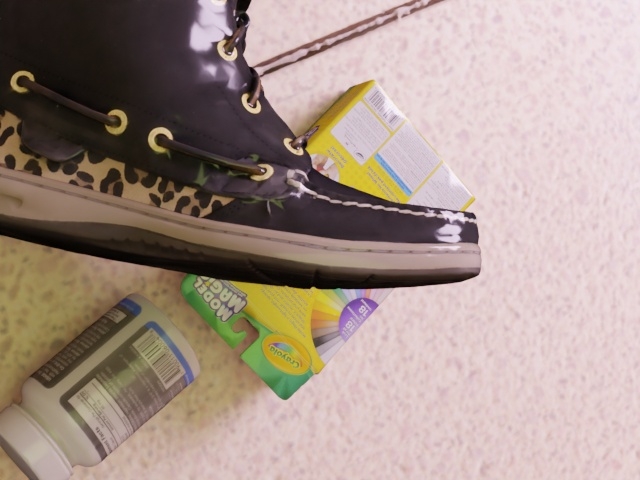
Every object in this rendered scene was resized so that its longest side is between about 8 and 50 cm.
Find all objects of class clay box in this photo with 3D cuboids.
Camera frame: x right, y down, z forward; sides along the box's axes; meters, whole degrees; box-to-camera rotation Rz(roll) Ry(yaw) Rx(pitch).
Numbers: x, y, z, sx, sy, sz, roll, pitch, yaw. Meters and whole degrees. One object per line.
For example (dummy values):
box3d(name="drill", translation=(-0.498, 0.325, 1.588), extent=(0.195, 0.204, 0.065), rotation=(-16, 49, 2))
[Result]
box3d(name="clay box", translation=(0.000, 0.000, 1.092), extent=(0.222, 0.053, 0.127), rotation=(-46, 105, -16))

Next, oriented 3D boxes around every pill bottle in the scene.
box3d(name="pill bottle", translation=(-0.158, 0.107, 1.007), extent=(0.137, 0.078, 0.078), rotation=(-40, 105, -19))

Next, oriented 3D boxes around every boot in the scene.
box3d(name="boot", translation=(-0.061, -0.119, 0.987), extent=(0.377, 0.138, 0.284), rotation=(9, 82, 1))
